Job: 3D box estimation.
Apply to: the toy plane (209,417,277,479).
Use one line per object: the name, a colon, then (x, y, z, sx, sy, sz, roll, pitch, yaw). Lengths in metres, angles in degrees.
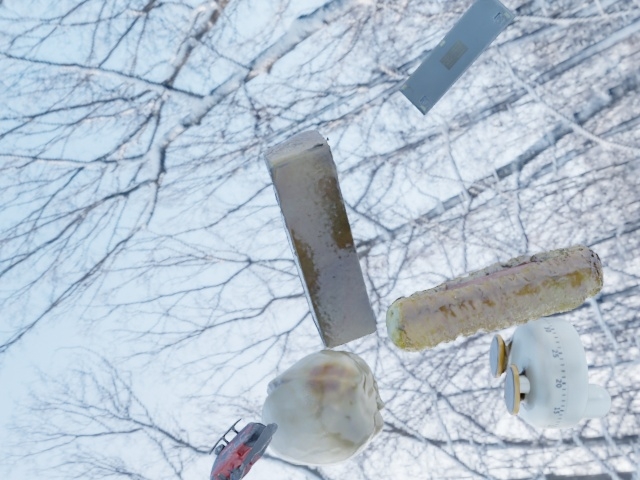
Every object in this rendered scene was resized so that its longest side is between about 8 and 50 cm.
toy plane: (-0.091, 0.225, 0.654, 0.037, 0.060, 0.145, 43, -92, -16)

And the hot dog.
hot dog: (0.220, 0.072, 0.837, 0.289, 0.068, 0.083, -16, -87, -11)

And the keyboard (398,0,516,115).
keyboard: (0.183, -0.253, 0.924, 0.055, 0.176, 0.014, 45, -153, 5)

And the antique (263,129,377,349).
antique: (0.000, 0.000, 0.948, 0.093, 0.087, 0.309, -119, 11, -60)

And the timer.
timer: (0.494, 0.277, 1.409, 0.233, 0.240, 0.233, 179, 90, -90)

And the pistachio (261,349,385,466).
pistachio: (-0.003, 0.210, 0.840, 0.144, 0.215, 0.143, 16, -128, -22)
